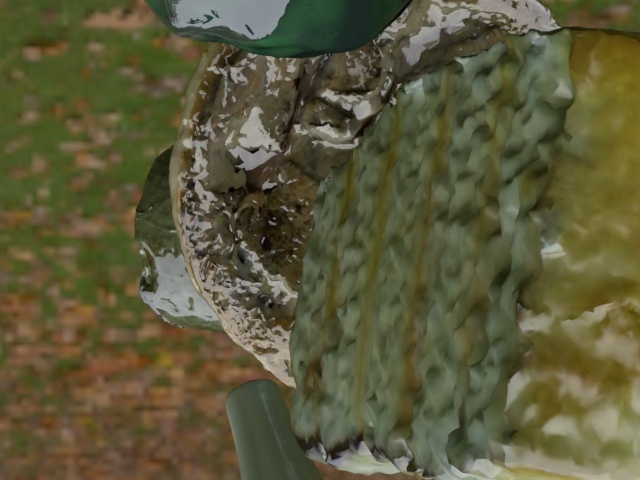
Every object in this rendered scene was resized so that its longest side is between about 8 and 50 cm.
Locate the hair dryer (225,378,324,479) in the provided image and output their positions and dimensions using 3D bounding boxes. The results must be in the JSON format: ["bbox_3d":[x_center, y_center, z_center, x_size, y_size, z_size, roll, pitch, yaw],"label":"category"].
[{"bbox_3d":[-0.012,0.274,1.752,0.119,0.296,0.298,-22,163,3],"label":"hair dryer"}]

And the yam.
[{"bbox_3d":[0.000,0.000,1.727,0.300,0.195,0.195,4,167,27],"label":"yam"}]

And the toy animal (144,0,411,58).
[{"bbox_3d":[-0.029,-0.258,1.093,0.216,0.338,0.191,14,157,-35],"label":"toy animal"}]

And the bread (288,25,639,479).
[{"bbox_3d":[0.157,0.032,1.080,0.264,0.239,0.395,7,171,-16],"label":"bread"}]

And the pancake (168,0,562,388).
[{"bbox_3d":[0.055,-0.058,1.536,0.387,0.387,0.082,4,-172,-18],"label":"pancake"}]
